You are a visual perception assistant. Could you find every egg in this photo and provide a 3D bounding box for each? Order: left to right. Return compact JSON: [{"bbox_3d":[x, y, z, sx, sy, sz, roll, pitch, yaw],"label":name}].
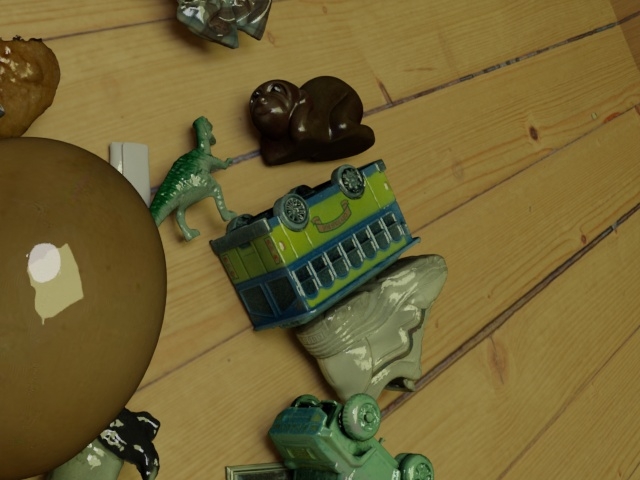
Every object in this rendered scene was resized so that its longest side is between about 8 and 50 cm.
[{"bbox_3d":[-0.321,0.069,0.872,0.301,0.301,0.373,11,71,-40],"label":"egg"}]

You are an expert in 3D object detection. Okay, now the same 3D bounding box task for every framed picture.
[{"bbox_3d":[-0.075,0.422,1.176,0.142,0.011,0.183,9,70,-40],"label":"framed picture"}]

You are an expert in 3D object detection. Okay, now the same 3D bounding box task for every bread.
[{"bbox_3d":[-0.440,-0.167,0.969,0.260,0.129,0.134,-7,82,-42],"label":"bread"}]

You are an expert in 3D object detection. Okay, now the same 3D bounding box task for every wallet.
[{"bbox_3d":[-0.276,-0.083,1.158,0.061,0.025,0.122,5,73,-34],"label":"wallet"}]

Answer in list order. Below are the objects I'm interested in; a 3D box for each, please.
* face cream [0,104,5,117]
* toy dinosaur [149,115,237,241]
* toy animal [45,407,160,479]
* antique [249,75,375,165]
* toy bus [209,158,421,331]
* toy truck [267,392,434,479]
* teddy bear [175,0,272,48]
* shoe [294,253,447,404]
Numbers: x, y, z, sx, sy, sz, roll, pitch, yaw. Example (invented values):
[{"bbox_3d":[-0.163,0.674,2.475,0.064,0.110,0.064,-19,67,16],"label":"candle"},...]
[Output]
[{"bbox_3d":[-0.472,-0.076,0.859,0.283,0.073,0.073,-41,108,-5],"label":"face cream"},{"bbox_3d":[-0.192,-0.035,1.167,0.129,0.076,0.383,42,39,-26],"label":"toy dinosaur"},{"bbox_3d":[-0.280,0.302,0.977,0.121,0.094,0.225,30,66,-20],"label":"toy animal"},{"bbox_3d":[-0.020,-0.216,1.371,0.257,0.121,0.143,-12,77,-44],"label":"antique"},{"bbox_3d":[0.000,0.000,1.292,0.312,0.152,0.190,-31,96,-43],"label":"toy bus"},{"bbox_3d":[0.049,0.351,1.207,0.279,0.155,0.156,49,52,-25],"label":"toy truck"},{"bbox_3d":[-0.241,-0.544,1.295,0.327,0.375,0.362,-30,138,-44],"label":"teddy bear"},{"bbox_3d":[0.118,0.160,1.368,0.342,0.132,0.210,-30,100,-40],"label":"shoe"}]
